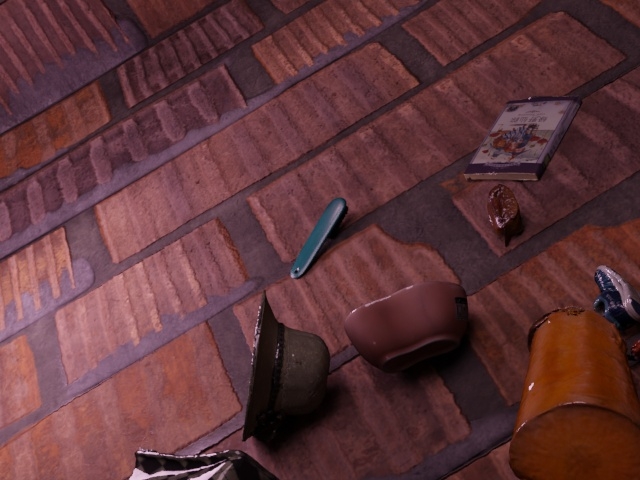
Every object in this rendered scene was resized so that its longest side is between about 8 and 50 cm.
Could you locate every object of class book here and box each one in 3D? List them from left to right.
[{"bbox_3d":[0.385,-0.198,2.324,0.157,0.026,0.231,2,45,39],"label":"book"}]

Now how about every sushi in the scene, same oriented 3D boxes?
[{"bbox_3d":[0.324,-0.047,2.152,0.052,0.055,0.120,-18,45,0],"label":"sushi"}]

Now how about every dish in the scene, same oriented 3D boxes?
[{"bbox_3d":[0.148,0.150,1.965,0.213,0.213,0.090,-23,67,11],"label":"dish"}]

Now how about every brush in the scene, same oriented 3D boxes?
[{"bbox_3d":[0.000,0.000,2.364,0.043,0.032,0.193,13,65,40],"label":"brush"}]

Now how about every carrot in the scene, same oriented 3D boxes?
[{"bbox_3d":[0.361,0.231,1.689,0.196,0.196,0.254,-16,25,21],"label":"carrot"}]

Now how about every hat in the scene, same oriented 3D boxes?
[{"bbox_3d":[-0.051,0.214,2.004,0.130,0.257,0.257,8,40,-1],"label":"hat"}]

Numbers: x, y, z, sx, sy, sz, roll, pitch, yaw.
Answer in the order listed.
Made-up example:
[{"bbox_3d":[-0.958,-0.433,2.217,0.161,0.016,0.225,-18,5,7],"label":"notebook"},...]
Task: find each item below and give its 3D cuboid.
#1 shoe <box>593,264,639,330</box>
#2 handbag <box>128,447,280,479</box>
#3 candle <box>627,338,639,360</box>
[{"bbox_3d":[0.452,0.091,1.875,0.071,0.064,0.143,-43,26,15],"label":"shoe"},{"bbox_3d":[-0.263,0.505,1.798,0.316,0.180,0.416,-6,45,45],"label":"handbag"},{"bbox_3d":[0.569,0.104,1.745,0.301,0.059,0.084,-28,21,14],"label":"candle"}]
